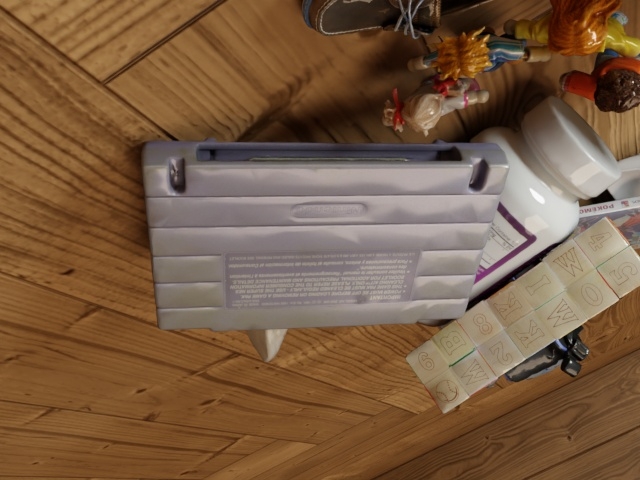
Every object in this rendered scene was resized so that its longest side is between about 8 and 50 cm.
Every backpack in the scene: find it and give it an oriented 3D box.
[{"bbox_3d":[0.309,0.114,1.113,0.213,0.276,0.263,-34,158,28],"label":"backpack"}]

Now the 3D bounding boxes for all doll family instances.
[{"bbox_3d":[0.171,-0.168,0.600,0.263,0.118,0.163,-3,-160,26],"label":"doll family"}]

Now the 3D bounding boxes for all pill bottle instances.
[{"bbox_3d":[0.209,-0.035,0.854,0.169,0.169,0.301,9,138,-46],"label":"pill bottle"}]

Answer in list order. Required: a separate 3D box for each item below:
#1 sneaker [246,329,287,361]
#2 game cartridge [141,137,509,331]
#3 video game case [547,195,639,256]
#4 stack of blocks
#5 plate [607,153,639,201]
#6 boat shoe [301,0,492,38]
[{"bbox_3d":[-0.054,0.107,1.007,0.094,0.080,0.212,-24,154,-27],"label":"sneaker"},{"bbox_3d":[0.000,0.000,0.723,0.355,0.068,0.230,-1,134,-9],"label":"game cartridge"},{"bbox_3d":[0.490,-0.016,1.205,0.183,0.023,0.201,-11,155,12],"label":"video game case"},{"bbox_3d":[0.269,0.091,0.879,0.297,0.087,0.171,-39,167,21],"label":"stack of blocks"},{"bbox_3d":[0.614,-0.105,1.090,0.278,0.045,0.277,-9,162,31],"label":"plate"},{"bbox_3d":[0.076,-0.206,0.558,0.183,0.066,0.066,-22,151,-4],"label":"boat shoe"}]
